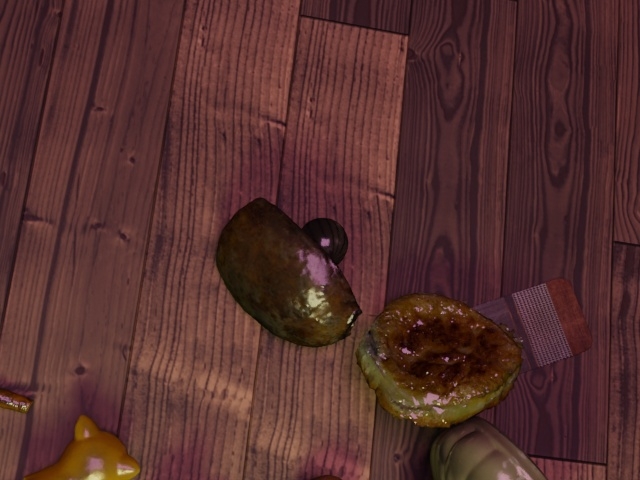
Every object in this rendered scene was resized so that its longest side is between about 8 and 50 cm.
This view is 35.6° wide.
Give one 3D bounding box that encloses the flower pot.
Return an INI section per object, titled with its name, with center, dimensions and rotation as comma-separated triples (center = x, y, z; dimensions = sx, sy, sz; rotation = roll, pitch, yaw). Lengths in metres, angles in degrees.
[flower pot]
center = 0.289, 0.507, 1.847
dimensions = 0.244, 0.307, 0.307
rotation = -39, 86, -10

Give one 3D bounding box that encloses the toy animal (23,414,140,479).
[toy animal]
center = -0.450, 0.442, 1.803
dimensions = 0.156, 0.156, 0.230
rotation = 43, 76, 2

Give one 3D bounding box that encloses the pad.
[pad]
center = 0.476, 0.252, 2.070
dimensions = 0.249, 0.055, 0.323
rotation = -17, 62, -15

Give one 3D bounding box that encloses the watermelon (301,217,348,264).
[watermelon]
center = 0.000, 0.000, 2.026
dimensions = 0.105, 0.105, 0.133
rotation = -13, 36, -14

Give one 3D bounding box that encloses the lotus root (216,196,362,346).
[lotus root]
center = -0.074, 0.083, 1.954
dimensions = 0.142, 0.210, 0.314
rotation = -37, 71, -28

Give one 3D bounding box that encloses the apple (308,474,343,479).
[apple]
center = 0.009, 0.509, 1.891
dimensions = 0.125, 0.102, 0.126
rotation = 2, 71, -6

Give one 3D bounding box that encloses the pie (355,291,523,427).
[pie]
center = 0.239, 0.224, 1.940
dimensions = 0.288, 0.103, 0.354
rotation = 32, 45, 26

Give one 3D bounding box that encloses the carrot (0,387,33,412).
[carrot]
center = -0.622, 0.289, 1.860
dimensions = 0.170, 0.042, 0.042
rotation = 18, 73, -8
